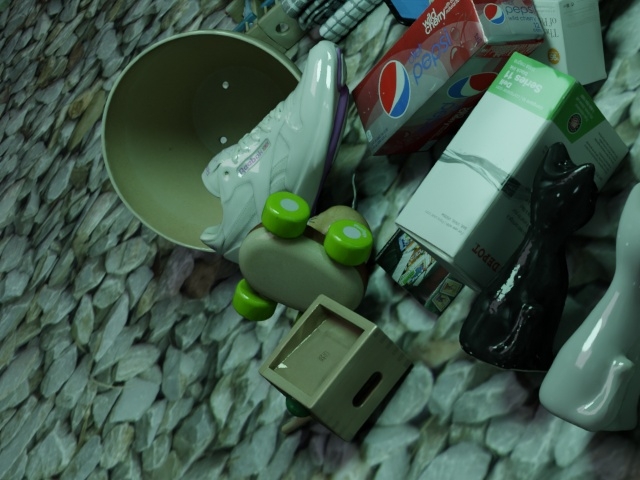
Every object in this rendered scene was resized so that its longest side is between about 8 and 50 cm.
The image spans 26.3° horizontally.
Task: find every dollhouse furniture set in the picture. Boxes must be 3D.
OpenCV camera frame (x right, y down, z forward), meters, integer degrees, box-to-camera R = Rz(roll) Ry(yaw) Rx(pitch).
[{"bbox_3d":[-0.120,-0.371,2.055,0.129,0.183,0.129,-39,34,23],"label":"dollhouse furniture set"}]

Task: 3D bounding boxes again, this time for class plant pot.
[{"bbox_3d":[-0.122,-0.148,1.794,0.284,0.284,0.191,-42,7,19],"label":"plant pot"}]

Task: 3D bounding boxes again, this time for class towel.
[{"bbox_3d":[0.036,-0.446,1.985,0.235,0.121,0.284,-40,33,23],"label":"towel"}]

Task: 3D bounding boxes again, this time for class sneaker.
[{"bbox_3d":[-0.058,-0.100,1.638,0.114,0.152,0.305,-67,-4,-71],"label":"sneaker"}]

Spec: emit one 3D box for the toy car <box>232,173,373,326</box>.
[{"bbox_3d":[0.000,0.000,1.576,0.188,0.149,0.155,-59,-8,-54],"label":"toy car"}]

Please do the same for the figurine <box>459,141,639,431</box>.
[{"bbox_3d":[0.229,0.036,1.199,0.215,0.092,0.209,36,111,59],"label":"figurine"}]

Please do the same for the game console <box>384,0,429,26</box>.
[{"bbox_3d":[0.146,-0.319,1.756,0.107,0.071,0.122,-44,32,15],"label":"game console"}]

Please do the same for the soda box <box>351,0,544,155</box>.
[{"bbox_3d":[0.136,-0.193,1.524,0.263,0.083,0.092,-43,59,54],"label":"soda box"}]

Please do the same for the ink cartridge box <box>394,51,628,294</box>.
[{"bbox_3d":[0.188,-0.053,1.337,0.087,0.153,0.208,33,86,39],"label":"ink cartridge box"}]

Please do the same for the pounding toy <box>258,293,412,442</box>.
[{"bbox_3d":[0.008,0.151,1.464,0.141,0.100,0.130,-51,35,-9],"label":"pounding toy"}]

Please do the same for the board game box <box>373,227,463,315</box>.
[{"bbox_3d":[0.172,-0.049,1.492,0.260,0.030,0.136,-51,29,4],"label":"board game box"}]

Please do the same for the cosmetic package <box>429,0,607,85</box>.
[{"bbox_3d":[0.215,-0.230,1.536,0.060,0.099,0.239,-21,19,-26],"label":"cosmetic package"}]
